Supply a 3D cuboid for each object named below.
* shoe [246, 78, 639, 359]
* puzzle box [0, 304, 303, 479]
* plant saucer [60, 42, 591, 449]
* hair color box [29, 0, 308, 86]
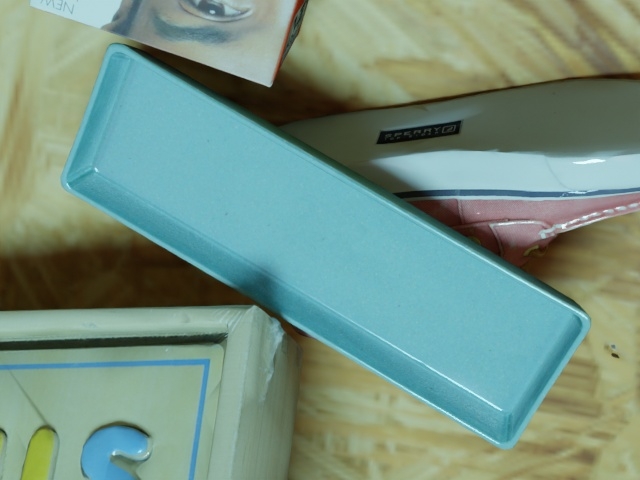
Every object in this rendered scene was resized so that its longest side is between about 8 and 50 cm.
[{"bbox_3d":[0.062,-0.006,0.603,0.178,0.063,0.081,-5,119,19],"label":"shoe"},{"bbox_3d":[-0.214,0.159,0.612,0.409,0.272,0.052,-4,153,21],"label":"puzzle box"},{"bbox_3d":[0.000,0.000,0.582,0.192,0.018,0.067,31,124,7],"label":"plant saucer"},{"bbox_3d":[-0.033,-0.146,0.548,0.093,0.053,0.167,18,121,1],"label":"hair color box"}]
